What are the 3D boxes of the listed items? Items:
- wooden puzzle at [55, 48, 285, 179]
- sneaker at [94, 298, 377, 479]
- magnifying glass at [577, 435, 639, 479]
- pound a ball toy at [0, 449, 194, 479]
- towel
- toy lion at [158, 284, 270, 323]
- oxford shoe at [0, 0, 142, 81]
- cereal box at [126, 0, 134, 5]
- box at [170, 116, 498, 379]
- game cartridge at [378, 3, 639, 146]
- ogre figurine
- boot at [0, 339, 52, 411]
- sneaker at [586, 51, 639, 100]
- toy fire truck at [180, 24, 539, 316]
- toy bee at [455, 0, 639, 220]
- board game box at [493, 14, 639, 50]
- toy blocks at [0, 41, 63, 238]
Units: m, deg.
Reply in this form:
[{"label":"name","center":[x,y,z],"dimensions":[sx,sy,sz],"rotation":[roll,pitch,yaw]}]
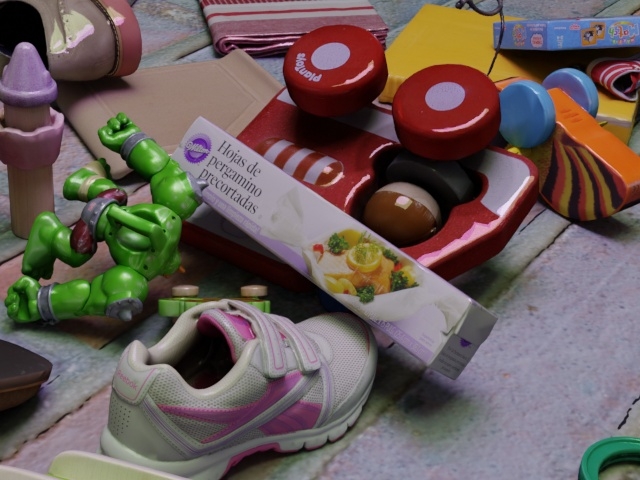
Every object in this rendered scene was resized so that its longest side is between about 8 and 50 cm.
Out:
[{"label":"wooden puzzle","center":[-0.156,-0.143,1.304],"dimensions":[0.238,0.044,0.221],"rotation":[-16,37,-23]},{"label":"sneaker","center":[-0.049,0.097,0.848],"dimensions":[0.103,0.111,0.252],"rotation":[31,36,35]},{"label":"magnifying glass","center":[0.287,0.209,0.809],"dimensions":[0.231,0.026,0.092],"rotation":[27,37,34]},{"label":"pound a ball toy","center":[-0.095,0.206,0.610],"dimensions":[0.319,0.136,0.208],"rotation":[12,-4,11]},{"label":"towel","center":[-0.054,-0.337,1.643],"dimensions":[0.237,0.037,0.329],"rotation":[-4,31,-11]},{"label":"toy lion","center":[-0.087,0.055,0.939],"dimensions":[0.100,0.034,0.096],"rotation":[0,0,14]},{"label":"oxford shoe","center":[-0.356,-0.289,1.350],"dimensions":[0.130,0.123,0.348],"rotation":[-22,42,-37]},{"label":"cereal box","center":[-0.357,-0.332,1.572],"dimensions":[0.173,0.047,0.240],"rotation":[9,31,5]},{"label":"box","center":[0.000,0.000,0.962],"dimensions":[0.324,0.063,0.067],"rotation":[35,1,32]},{"label":"game cartridge","center":[0.252,-0.219,1.486],"dimensions":[0.323,0.053,0.285],"rotation":[12,32,15]},{"label":"ogre figurine","center":[-0.176,-0.007,0.974],"dimensions":[0.118,0.097,0.197],"rotation":[20,51,22]},{"label":"boot","center":[-0.316,0.130,0.787],"dimensions":[0.112,0.115,0.305],"rotation":[17,14,32]},{"label":"sneaker","center":[0.387,-0.200,1.382],"dimensions":[0.118,0.042,0.067],"rotation":[-11,30,-11]},{"label":"toy fire truck","center":[0.035,-0.044,1.083],"dimensions":[0.302,0.169,0.254],"rotation":[25,61,28]},{"label":"toy bee","center":[0.228,-0.124,1.255],"dimensions":[0.195,0.162,0.298],"rotation":[2,54,-26]},{"label":"board game box","center":[0.344,-0.259,1.427],"dimensions":[0.211,0.039,0.160],"rotation":[-6,11,-14]},{"label":"toy blocks","center":[-0.403,-0.090,0.964],"dimensions":[0.288,0.260,0.309],"rotation":[15,32,14]}]
